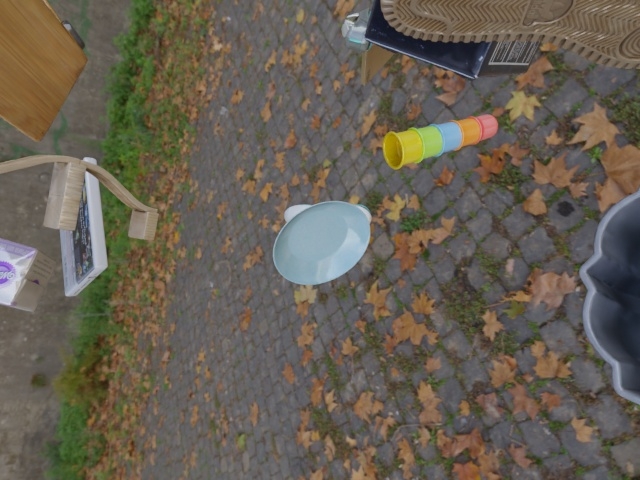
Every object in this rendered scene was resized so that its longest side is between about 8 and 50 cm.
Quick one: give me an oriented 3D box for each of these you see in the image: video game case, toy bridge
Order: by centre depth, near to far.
[{"bbox_3d":[-0.223,-0.041,0.352,0.026,0.188,0.063,9,88,28],"label":"toy bridge"},{"bbox_3d":[-0.412,-0.018,0.695,0.173,0.022,0.190,-27,70,41],"label":"video game case"}]

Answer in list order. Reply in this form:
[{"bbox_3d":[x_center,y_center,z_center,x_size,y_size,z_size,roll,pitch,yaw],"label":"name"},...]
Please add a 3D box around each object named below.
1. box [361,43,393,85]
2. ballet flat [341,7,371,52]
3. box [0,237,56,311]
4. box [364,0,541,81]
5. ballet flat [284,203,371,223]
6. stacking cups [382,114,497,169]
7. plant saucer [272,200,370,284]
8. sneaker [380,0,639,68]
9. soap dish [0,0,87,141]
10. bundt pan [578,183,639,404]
[{"bbox_3d":[0.190,-0.604,1.285,0.021,0.201,0.164,41,86,9],"label":"box"},{"bbox_3d":[0.083,-0.482,0.913,0.213,0.068,0.072,-83,5,-51],"label":"ballet flat"},{"bbox_3d":[-0.456,-0.004,0.408,0.067,0.323,0.063,138,148,-68],"label":"box"},{"bbox_3d":[0.238,-0.397,0.551,0.182,0.294,0.296,33,125,24],"label":"box"},{"bbox_3d":[-0.003,-0.061,1.500,0.400,0.139,0.139,1,83,38],"label":"ballet flat"},{"bbox_3d":[0.318,-0.266,1.063,0.096,0.316,0.096,51,150,45],"label":"stacking cups"},{"bbox_3d":[0.000,0.000,0.770,0.195,0.195,0.037,-61,35,26],"label":"plant saucer"},{"bbox_3d":[0.195,-0.233,0.313,0.099,0.282,0.153,87,-168,-72],"label":"sneaker"},{"bbox_3d":[-0.297,-0.226,0.246,0.229,0.118,0.291,52,172,13],"label":"soap dish"},{"bbox_3d":[0.434,0.059,0.356,0.330,0.124,0.331,-27,51,39],"label":"bundt pan"}]
